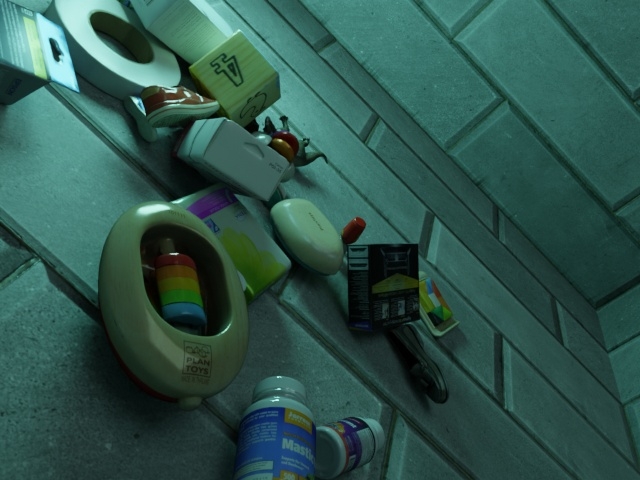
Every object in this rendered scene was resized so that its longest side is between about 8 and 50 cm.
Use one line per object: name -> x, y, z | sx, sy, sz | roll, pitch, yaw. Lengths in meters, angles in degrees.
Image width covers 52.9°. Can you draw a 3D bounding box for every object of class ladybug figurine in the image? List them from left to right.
ladybug figurine -> -0.293, 0.126, 1.240 | 0.305, 0.162, 0.450 | 20, 40, -36

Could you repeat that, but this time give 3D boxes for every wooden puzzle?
wooden puzzle -> 0.385, 0.213, 2.246 | 0.239, 0.044, 0.221 | 55, 28, 13

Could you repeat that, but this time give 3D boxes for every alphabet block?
alphabet block -> -0.255, -0.478, 1.955 | 0.193, 0.197, 0.192 | 48, -8, 8

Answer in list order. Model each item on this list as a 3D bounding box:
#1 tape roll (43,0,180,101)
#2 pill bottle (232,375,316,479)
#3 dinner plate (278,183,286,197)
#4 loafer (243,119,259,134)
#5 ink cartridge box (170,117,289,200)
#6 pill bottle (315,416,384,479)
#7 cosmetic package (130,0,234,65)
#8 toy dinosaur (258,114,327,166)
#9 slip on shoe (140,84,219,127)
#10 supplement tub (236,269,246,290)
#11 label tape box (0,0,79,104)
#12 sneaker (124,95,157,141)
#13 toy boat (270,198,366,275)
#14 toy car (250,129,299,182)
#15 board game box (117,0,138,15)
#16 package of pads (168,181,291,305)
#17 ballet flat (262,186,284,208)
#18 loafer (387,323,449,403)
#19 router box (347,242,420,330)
tape roll -> -0.572, -0.544, 1.799 | 0.392, 0.072, 0.392 | 35, 31, -25
pill bottle -> -0.083, 0.397, 1.219 | 0.152, 0.152, 0.272 | 35, 31, -24
dinner plate -> -0.158, -0.187, 2.003 | 0.141, 0.017, 0.141 | 36, 30, -25
loafer -> -0.245, -0.421, 2.105 | 0.080, 0.078, 0.220 | 12, 45, -50
ink cartridge box -> -0.238, -0.210, 1.647 | 0.207, 0.117, 0.283 | 33, -8, -28
pill bottle -> 0.058, 0.446, 1.409 | 0.193, 0.108, 0.108 | 5, 50, -54
cosmetic package -> -0.406, -0.671, 2.006 | 0.217, 0.156, 0.385 | 58, 14, 24
toy dinosaur -> -0.109, -0.312, 2.160 | 0.313, 0.121, 0.160 | 39, 42, -36
slip on shoe -> -0.371, -0.367, 1.730 | 0.101, 0.123, 0.331 | 65, 20, -2
supplement tub -> -0.223, 0.115, 1.424 | 0.071, 0.107, 0.071 | 35, 30, -24
label tape box -> -0.724, -0.426, 1.390 | 0.347, 0.115, 0.249 | 16, 42, -50
sneaker -> -0.450, -0.323, 1.706 | 0.084, 0.058, 0.152 | -11, 56, -49
toy boat -> 0.000, 0.000, 1.884 | 0.318, 0.148, 0.268 | -4, 52, -48
toy car -> -0.131, -0.272, 1.931 | 0.159, 0.136, 0.182 | 48, -3, -22
board game box -> -0.496, -0.821, 1.992 | 0.213, 0.317, 0.046 | 15, 41, -47
package of pads -> -0.226, 0.010, 1.561 | 0.296, 0.101, 0.229 | 50, 29, 2
ballet flat -> -0.173, -0.181, 1.913 | 0.213, 0.072, 0.068 | 48, 23, 1
loafer -> 0.277, 0.362, 1.875 | 0.084, 0.096, 0.268 | 1, 44, -30
router box -> 0.193, 0.130, 1.909 | 0.308, 0.081, 0.243 | 1, 88, -55
